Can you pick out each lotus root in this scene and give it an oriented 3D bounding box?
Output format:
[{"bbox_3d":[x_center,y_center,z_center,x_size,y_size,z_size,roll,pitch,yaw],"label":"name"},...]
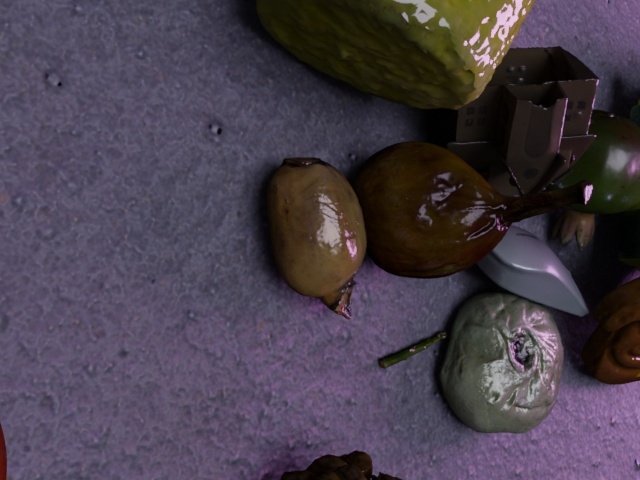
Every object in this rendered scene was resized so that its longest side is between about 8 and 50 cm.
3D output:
[{"bbox_3d":[0.000,0.000,0.925,0.125,0.118,0.221,-17,94,-15],"label":"lotus root"}]

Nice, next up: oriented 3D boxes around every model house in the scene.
[{"bbox_3d":[0.268,-0.125,1.053,0.211,0.204,0.243,-3,124,-3],"label":"model house"}]

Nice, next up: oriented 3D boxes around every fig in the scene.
[{"bbox_3d":[0.169,-0.032,0.932,0.190,0.290,0.191,-8,103,-34],"label":"fig"}]

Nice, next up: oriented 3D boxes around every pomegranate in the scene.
[{"bbox_3d":[0.429,-0.096,1.186,0.187,0.187,0.225,-6,115,-33],"label":"pomegranate"}]

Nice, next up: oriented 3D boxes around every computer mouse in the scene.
[{"bbox_3d":[0.327,0.039,1.125,0.231,0.128,0.079,20,118,-34],"label":"computer mouse"}]

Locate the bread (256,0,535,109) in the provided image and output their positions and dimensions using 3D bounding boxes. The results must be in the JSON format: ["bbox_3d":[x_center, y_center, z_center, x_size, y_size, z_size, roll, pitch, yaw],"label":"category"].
[{"bbox_3d":[0.111,-0.337,0.880,0.348,0.348,0.308,28,77,-29],"label":"bread"}]

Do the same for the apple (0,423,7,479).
[{"bbox_3d":[-0.417,0.201,0.544,0.348,0.277,0.349,2,87,-34],"label":"apple"}]

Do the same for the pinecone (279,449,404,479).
[{"bbox_3d":[0.032,0.377,0.870,0.257,0.243,0.243,59,48,-68],"label":"pinecone"}]

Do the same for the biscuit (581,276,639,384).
[{"bbox_3d":[0.581,0.106,1.172,0.350,0.394,0.070,-6,48,-26],"label":"biscuit"}]

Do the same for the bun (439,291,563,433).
[{"bbox_3d":[0.281,0.185,1.101,0.221,0.108,0.221,1,87,-33],"label":"bun"}]

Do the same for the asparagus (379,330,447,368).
[{"bbox_3d":[0.136,0.155,1.063,0.127,0.018,0.015,-18,123,-32],"label":"asparagus"}]

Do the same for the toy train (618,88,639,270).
[{"bbox_3d":[0.638,-0.122,1.286,0.272,0.179,0.442,20,77,-44],"label":"toy train"}]
